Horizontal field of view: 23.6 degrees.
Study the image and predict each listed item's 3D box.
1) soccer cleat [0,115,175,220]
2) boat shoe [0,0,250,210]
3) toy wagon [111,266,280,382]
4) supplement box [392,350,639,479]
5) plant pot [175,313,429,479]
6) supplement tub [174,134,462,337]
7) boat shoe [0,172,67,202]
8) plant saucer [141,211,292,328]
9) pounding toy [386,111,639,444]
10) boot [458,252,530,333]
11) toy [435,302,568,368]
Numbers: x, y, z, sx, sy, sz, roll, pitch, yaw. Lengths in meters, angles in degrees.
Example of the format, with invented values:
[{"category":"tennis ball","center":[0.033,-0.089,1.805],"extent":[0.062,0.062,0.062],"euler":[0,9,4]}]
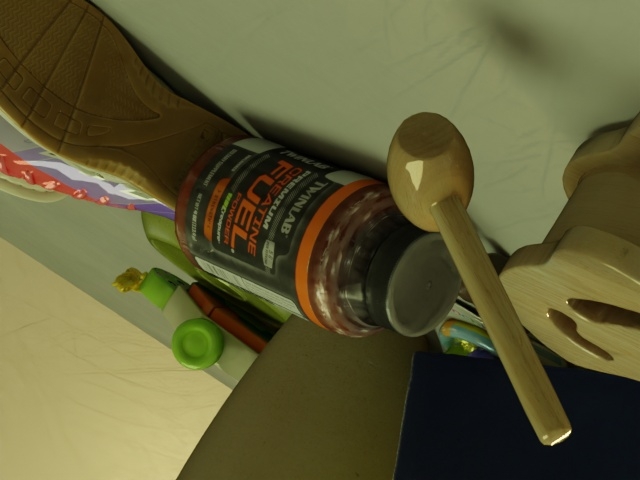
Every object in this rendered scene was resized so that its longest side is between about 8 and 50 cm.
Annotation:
[{"category":"soccer cleat","center":[-0.206,-0.080,1.208],"extent":[0.318,0.116,0.108],"euler":[34,169,-6]},{"category":"boat shoe","center":[-0.161,-0.093,1.074],"extent":[0.277,0.098,0.096],"euler":[38,167,-34]},{"category":"toy wagon","center":[-0.084,0.119,1.749],"extent":[0.344,0.068,0.267],"euler":[35,-173,12]},{"category":"supplement box","center":[0.173,0.235,1.188],"extent":[0.194,0.195,0.356],"euler":[6,161,14]},{"category":"plant pot","center":[-0.003,0.201,1.419],"extent":[0.256,0.274,0.256],"euler":[17,164,5]},{"category":"supplement tub","center":[0.000,0.000,1.018],"extent":[0.198,0.106,0.106],"euler":[21,165,42]},{"category":"boat shoe","center":[-0.326,-0.145,1.300],"extent":[0.305,0.109,0.091],"euler":[41,168,-12]},{"category":"plant saucer","center":[-0.098,0.033,1.638],"extent":[0.241,0.037,0.241],"euler":[30,169,6]},{"category":"pounding toy","center":[0.145,0.047,0.668],"extent":[0.269,0.155,0.154],"euler":[30,165,14]},{"category":"boot","center":[0.087,0.018,1.047],"extent":[0.114,0.037,0.106],"euler":[31,168,35]},{"category":"toy","center":[0.145,0.123,1.292],"extent":[0.137,0.056,0.237],"euler":[27,168,21]}]
